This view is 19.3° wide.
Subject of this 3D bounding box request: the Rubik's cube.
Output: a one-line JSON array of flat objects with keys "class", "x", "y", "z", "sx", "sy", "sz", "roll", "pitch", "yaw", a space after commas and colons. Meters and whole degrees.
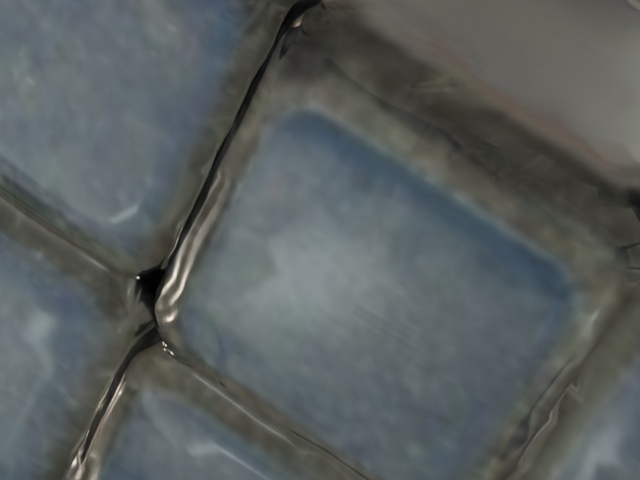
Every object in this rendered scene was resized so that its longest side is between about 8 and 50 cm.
[{"class": "Rubik's cube", "x": 0.000, "y": 0.000, "z": 0.560, "sx": 0.337, "sy": 0.344, "sz": 0.344, "roll": 34, "pitch": -145, "yaw": 7}]
